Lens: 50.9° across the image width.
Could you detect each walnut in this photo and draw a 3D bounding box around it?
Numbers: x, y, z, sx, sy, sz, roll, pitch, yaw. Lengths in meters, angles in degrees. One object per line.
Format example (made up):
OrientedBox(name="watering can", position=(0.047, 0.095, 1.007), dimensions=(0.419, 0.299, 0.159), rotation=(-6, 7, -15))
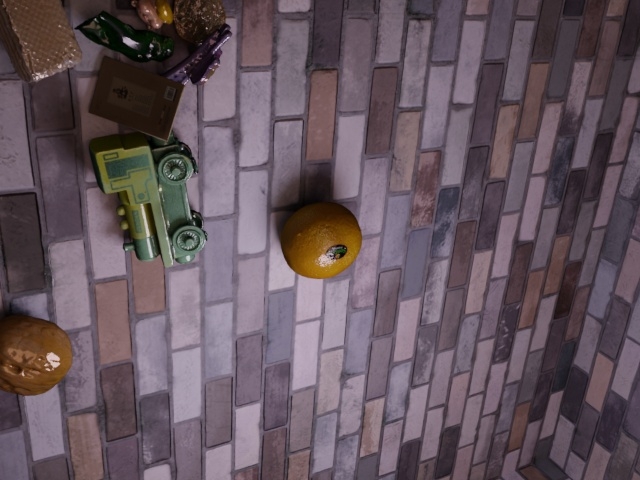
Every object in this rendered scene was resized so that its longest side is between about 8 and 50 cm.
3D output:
OrientedBox(name="walnut", position=(-0.720, 0.274, 1.630), dimensions=(0.222, 0.195, 0.195), rotation=(30, 96, -30))

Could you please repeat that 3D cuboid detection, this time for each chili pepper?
OrientedBox(name="chili pepper", position=(-0.433, -0.448, 1.498), dimensions=(0.098, 0.060, 0.224), rotation=(-28, 159, 37))

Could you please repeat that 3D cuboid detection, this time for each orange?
OrientedBox(name="orange", position=(0.000, 0.000, 1.905), dimensions=(0.236, 0.236, 0.236), rotation=(-13, 119, -25))

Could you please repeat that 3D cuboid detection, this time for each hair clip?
OrientedBox(name="hair clip", position=(-0.311, -0.400, 1.581), dimensions=(0.279, 0.137, 0.090), rotation=(-30, 122, 9))

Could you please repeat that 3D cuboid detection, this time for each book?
OrientedBox(name="book", position=(-0.421, -0.324, 1.541), dimensions=(0.199, 0.016, 0.138), rotation=(21, 101, 1))

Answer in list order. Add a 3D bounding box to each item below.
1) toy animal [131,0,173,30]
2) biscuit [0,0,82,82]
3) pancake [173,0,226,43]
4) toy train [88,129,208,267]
OrientedBox(name="toy animal", position=(-0.379, -0.526, 1.501), dimensions=(0.082, 0.091, 0.114), rotation=(-18, 124, -6))
OrientedBox(name="biscuit", position=(-0.613, -0.537, 1.338), dimensions=(0.144, 0.079, 0.425), rotation=(-39, 131, -36))
OrientedBox(name="pancake", position=(-0.287, -0.533, 1.588), dimensions=(0.140, 0.022, 0.139), rotation=(-14, 120, -25))
OrientedBox(name="toy train", position=(-0.413, -0.091, 1.663), dimensions=(0.237, 0.150, 0.368), rotation=(-13, 120, -15))
